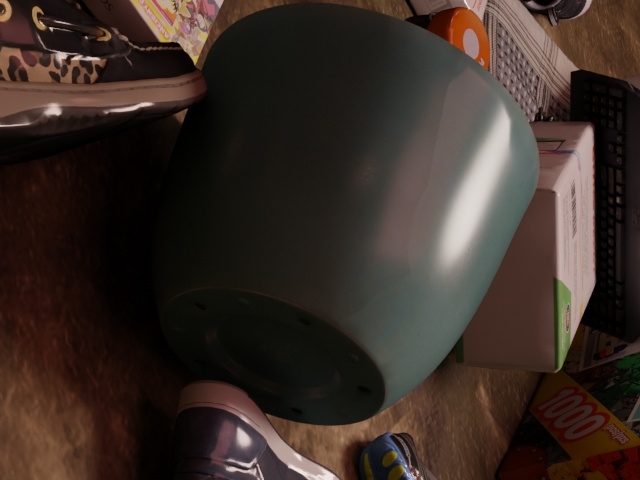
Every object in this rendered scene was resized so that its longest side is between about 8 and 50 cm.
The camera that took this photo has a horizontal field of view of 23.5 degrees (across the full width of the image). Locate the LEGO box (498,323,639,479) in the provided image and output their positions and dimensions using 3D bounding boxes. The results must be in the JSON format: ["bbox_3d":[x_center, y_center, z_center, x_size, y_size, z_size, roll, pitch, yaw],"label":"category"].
[{"bbox_3d":[0.467,0.188,1.827,0.193,0.372,0.500,64,29,-14],"label":"LEGO box"}]

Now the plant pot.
[{"bbox_3d":[0.000,0.000,1.209,0.293,0.293,0.235,50,48,-35],"label":"plant pot"}]

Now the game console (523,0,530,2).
[{"bbox_3d":[0.214,-0.359,1.953,0.122,0.071,0.107,44,43,-23],"label":"game console"}]

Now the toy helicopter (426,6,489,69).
[{"bbox_3d":[0.049,-0.087,1.533,0.355,0.140,0.235,-27,108,-51],"label":"toy helicopter"}]

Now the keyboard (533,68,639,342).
[{"bbox_3d":[0.315,-0.049,1.847,0.033,0.201,0.317,-13,111,-27],"label":"keyboard"}]

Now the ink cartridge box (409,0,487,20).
[{"bbox_3d":[0.147,-0.321,1.860,0.198,0.067,0.115,57,31,-27],"label":"ink cartridge box"}]

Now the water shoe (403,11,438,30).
[{"bbox_3d":[0.148,-0.168,1.763,0.203,0.080,0.073,55,33,-30],"label":"water shoe"}]

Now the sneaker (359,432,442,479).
[{"bbox_3d":[0.099,0.265,1.445,0.078,0.067,0.188,-27,95,-55],"label":"sneaker"}]

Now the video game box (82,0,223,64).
[{"bbox_3d":[-0.157,-0.258,1.302,0.205,0.048,0.187,54,31,-30],"label":"video game box"}]

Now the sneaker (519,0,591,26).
[{"bbox_3d":[0.309,-0.432,2.175,0.153,0.101,0.268,-42,114,-63],"label":"sneaker"}]

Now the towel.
[{"bbox_3d":[0.282,-0.160,2.027,0.324,0.056,0.312,44,39,-43],"label":"towel"}]

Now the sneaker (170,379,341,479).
[{"bbox_3d":[-0.051,0.232,1.176,0.226,0.086,0.163,47,39,-42],"label":"sneaker"}]

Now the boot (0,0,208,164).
[{"bbox_3d":[-0.233,-0.197,1.047,0.377,0.138,0.284,-15,88,-57],"label":"boot"}]

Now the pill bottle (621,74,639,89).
[{"bbox_3d":[0.455,-0.066,2.102,0.169,0.169,0.301,-55,136,-56],"label":"pill bottle"}]

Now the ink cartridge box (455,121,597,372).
[{"bbox_3d":[0.230,-0.002,1.699,0.278,0.117,0.201,-47,136,-64],"label":"ink cartridge box"}]
